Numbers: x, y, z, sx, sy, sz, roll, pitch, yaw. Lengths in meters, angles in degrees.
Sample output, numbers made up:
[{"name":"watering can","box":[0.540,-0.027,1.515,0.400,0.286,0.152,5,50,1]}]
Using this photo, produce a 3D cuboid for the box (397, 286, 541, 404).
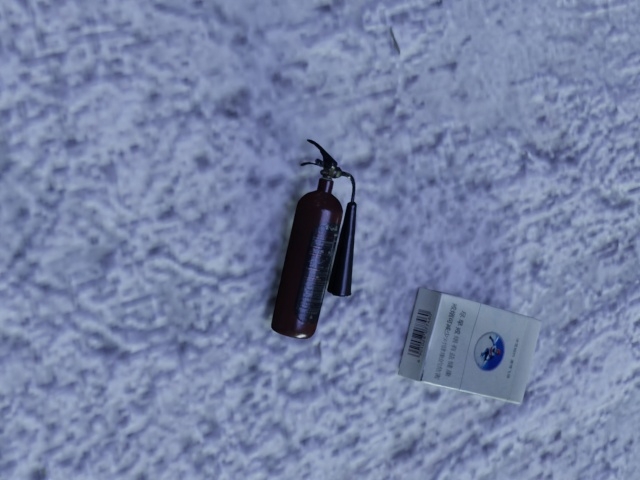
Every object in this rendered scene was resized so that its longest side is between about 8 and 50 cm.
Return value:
[{"name":"box","box":[0.089,0.062,0.632,0.083,0.024,0.054,17,85,-33]}]

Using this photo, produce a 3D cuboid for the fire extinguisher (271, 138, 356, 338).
[{"name":"fire extinguisher","box":[0.004,0.001,0.562,0.046,0.032,0.100,11,96,-24]}]
